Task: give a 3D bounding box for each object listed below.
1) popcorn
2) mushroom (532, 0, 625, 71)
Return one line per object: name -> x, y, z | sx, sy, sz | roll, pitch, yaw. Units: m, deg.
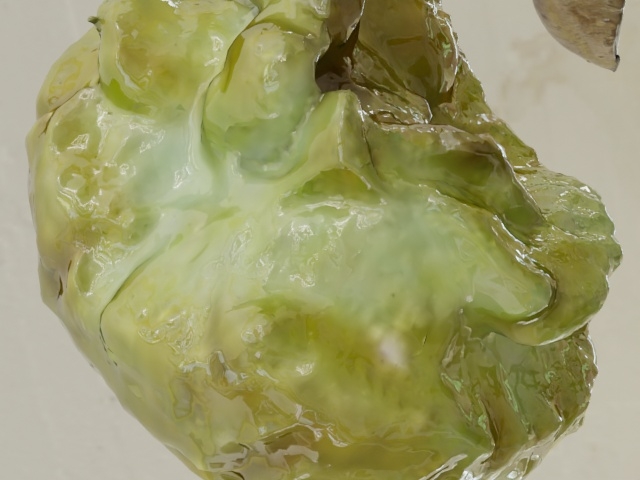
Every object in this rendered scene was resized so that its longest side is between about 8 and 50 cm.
popcorn -> 0.000, 0.000, 0.628 | 0.221, 0.184, 0.204 | 52, -160, 17
mushroom -> 0.243, -0.233, 1.625 | 0.210, 0.094, 0.072 | 92, -166, -53
